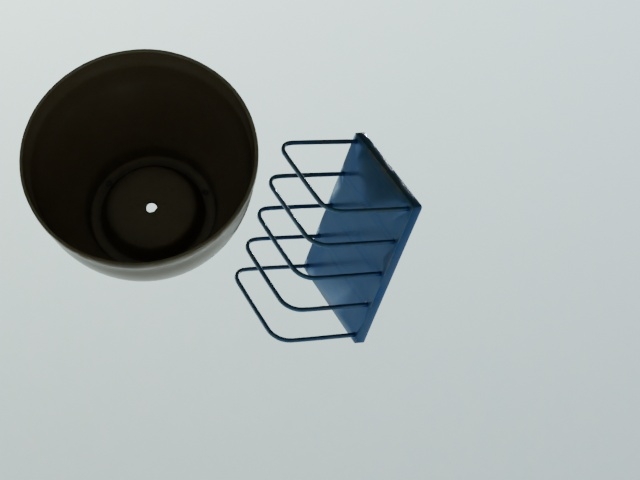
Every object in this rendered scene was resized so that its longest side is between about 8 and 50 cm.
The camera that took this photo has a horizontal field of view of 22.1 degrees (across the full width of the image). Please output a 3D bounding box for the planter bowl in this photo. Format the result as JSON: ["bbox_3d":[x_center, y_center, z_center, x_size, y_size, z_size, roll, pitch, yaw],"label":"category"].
[{"bbox_3d":[-0.122,-0.039,1.156,0.162,0.109,0.162,0,-111,0],"label":"planter bowl"}]

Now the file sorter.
[{"bbox_3d":[0.000,0.000,1.566,0.104,0.170,0.118,-3,-139,-32],"label":"file sorter"}]
